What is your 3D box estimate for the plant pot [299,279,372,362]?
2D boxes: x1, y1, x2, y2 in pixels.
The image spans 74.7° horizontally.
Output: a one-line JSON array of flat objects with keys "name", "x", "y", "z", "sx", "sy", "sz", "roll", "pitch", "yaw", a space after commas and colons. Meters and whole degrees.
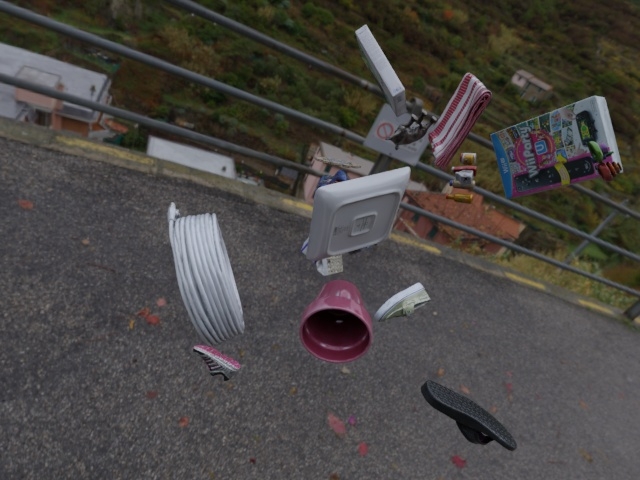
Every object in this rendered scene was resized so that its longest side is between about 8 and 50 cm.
[{"name": "plant pot", "x": 0.050, "y": 0.215, "z": 1.199, "sx": 0.202, "sy": 0.201, "sz": 0.180, "roll": 24, "pitch": 30, "yaw": -6}]

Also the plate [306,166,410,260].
[{"name": "plate", "x": 0.104, "y": -0.055, "z": 1.130, "sx": 0.278, "sy": 0.277, "sz": 0.045, "roll": -15, "pitch": 53, "yaw": -21}]

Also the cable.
[{"name": "cable", "x": -0.216, "y": 0.074, "z": 0.822, "sx": 0.089, "sy": 0.257, "sz": 0.257, "roll": -16, "pitch": 42, "yaw": -11}]

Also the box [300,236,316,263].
[{"name": "box", "x": 0.000, "y": 0.000, "z": 1.537, "sx": 0.072, "sy": 0.126, "sz": 0.137, "roll": 41, "pitch": 14, "yaw": -8}]

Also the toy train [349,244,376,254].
[{"name": "toy train", "x": 0.196, "y": -0.006, "z": 1.987, "sx": 0.080, "sy": 0.184, "sz": 0.105, "roll": 39, "pitch": 31, "yaw": -67}]

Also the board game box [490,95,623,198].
[{"name": "board game box", "x": 0.704, "y": -0.268, "z": 1.272, "sx": 0.098, "sy": 0.304, "sz": 0.223, "roll": -14, "pitch": 89, "yaw": -41}]

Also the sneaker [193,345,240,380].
[{"name": "sneaker", "x": -0.354, "y": 0.408, "z": 1.386, "sx": 0.171, "sy": 0.074, "sz": 0.063, "roll": 27, "pitch": -2, "yaw": 5}]

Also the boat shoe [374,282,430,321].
[{"name": "boat shoe", "x": 0.353, "y": 0.271, "z": 1.762, "sx": 0.302, "sy": 0.109, "sz": 0.094, "roll": -25, "pitch": 62, "yaw": -33}]

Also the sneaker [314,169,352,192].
[{"name": "sneaker", "x": 0.052, "y": -0.208, "z": 1.622, "sx": 0.083, "sy": 0.221, "sz": 0.087, "roll": 45, "pitch": 69, "yaw": -18}]

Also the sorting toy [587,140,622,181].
[{"name": "sorting toy", "x": 0.616, "y": -0.177, "z": 0.903, "sx": 0.101, "sy": 0.042, "sz": 0.061, "roll": 58, "pitch": 24, "yaw": -15}]

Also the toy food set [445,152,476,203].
[{"name": "toy food set", "x": 0.556, "y": -0.260, "z": 1.668, "sx": 0.105, "sy": 0.232, "sz": 0.111, "roll": 10, "pitch": 54, "yaw": 27}]

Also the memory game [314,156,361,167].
[{"name": "memory game", "x": 0.065, "y": -0.299, "z": 1.608, "sx": 0.186, "sy": 0.012, "sz": 0.186, "roll": 10, "pitch": 16, "yaw": -3}]

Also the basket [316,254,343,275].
[{"name": "basket", "x": 0.044, "y": 0.109, "z": 2.143, "sx": 0.103, "sy": 0.113, "sz": 0.167, "roll": -7, "pitch": 7, "yaw": -12}]

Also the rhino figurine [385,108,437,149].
[{"name": "rhino figurine", "x": 0.287, "y": -0.353, "z": 1.364, "sx": 0.073, "sy": 0.106, "sz": 0.243, "roll": 51, "pitch": 43, "yaw": 6}]

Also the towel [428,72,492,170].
[{"name": "towel", "x": 0.405, "y": -0.372, "z": 1.263, "sx": 0.037, "sy": 0.237, "sz": 0.329, "roll": 25, "pitch": 31, "yaw": -5}]

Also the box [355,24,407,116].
[{"name": "box", "x": 0.255, "y": -0.692, "z": 1.736, "sx": 0.321, "sy": 0.059, "sz": 0.232, "roll": 64, "pitch": 10, "yaw": 10}]

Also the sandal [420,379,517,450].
[{"name": "sandal", "x": 0.566, "y": 0.699, "z": 1.647, "sx": 0.446, "sy": 0.107, "sz": 0.167, "roll": 32, "pitch": 16, "yaw": -7}]
